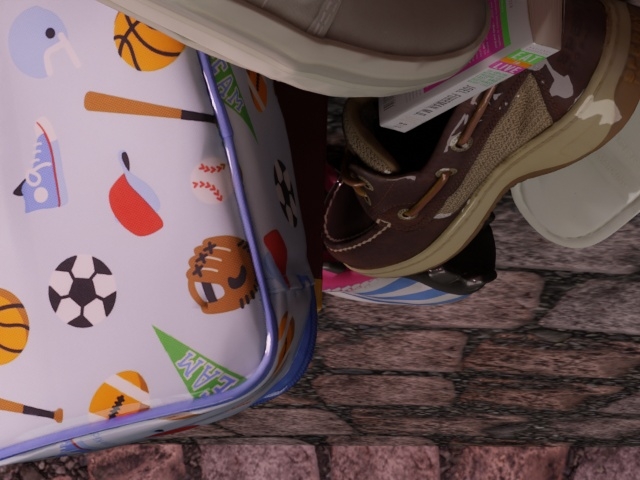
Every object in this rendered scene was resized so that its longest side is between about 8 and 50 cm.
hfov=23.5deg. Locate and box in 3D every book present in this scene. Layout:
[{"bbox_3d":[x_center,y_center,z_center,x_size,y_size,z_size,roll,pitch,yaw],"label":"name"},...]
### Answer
[{"bbox_3d":[0.078,-0.126,0.841,0.035,0.096,0.144,10,163,-28],"label":"book"}]

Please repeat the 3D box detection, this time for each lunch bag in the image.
[{"bbox_3d":[-0.143,-0.039,0.807,0.243,0.303,0.115,-15,175,14],"label":"lunch bag"}]

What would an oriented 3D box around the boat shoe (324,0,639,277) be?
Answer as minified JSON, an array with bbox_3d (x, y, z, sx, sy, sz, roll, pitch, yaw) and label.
[{"bbox_3d":[0.069,-0.073,1.013,0.123,0.123,0.342,18,156,-22],"label":"boat shoe"}]

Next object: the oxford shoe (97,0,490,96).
[{"bbox_3d":[-0.055,-0.172,0.628,0.449,0.169,0.130,17,122,-47],"label":"oxford shoe"}]

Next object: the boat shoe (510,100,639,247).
[{"bbox_3d":[0.249,-0.092,1.004,0.099,0.116,0.319,-40,-177,-36],"label":"boat shoe"}]

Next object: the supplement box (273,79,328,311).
[{"bbox_3d":[-0.102,-0.043,0.975,0.191,0.194,0.129,6,163,-14],"label":"supplement box"}]

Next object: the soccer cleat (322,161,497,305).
[{"bbox_3d":[0.000,0.000,1.261,0.331,0.116,0.143,15,159,-40],"label":"soccer cleat"}]
